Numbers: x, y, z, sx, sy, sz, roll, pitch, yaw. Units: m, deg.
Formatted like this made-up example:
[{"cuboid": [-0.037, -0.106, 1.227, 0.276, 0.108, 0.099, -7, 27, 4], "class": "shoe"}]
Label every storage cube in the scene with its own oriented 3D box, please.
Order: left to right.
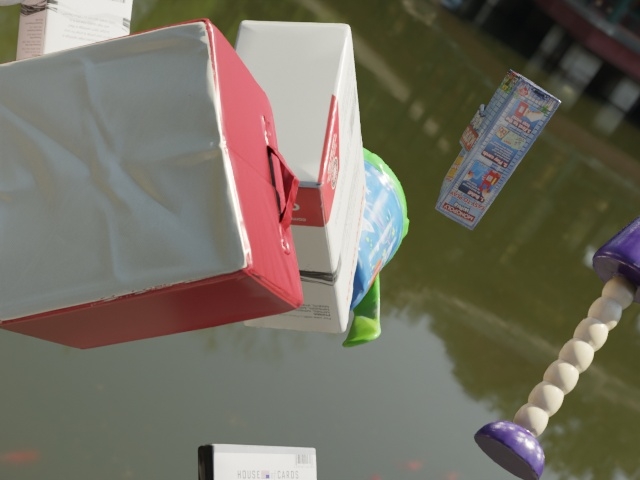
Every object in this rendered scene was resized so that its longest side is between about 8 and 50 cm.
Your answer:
[{"cuboid": [-0.131, -0.033, 1.006, 0.193, 0.215, 0.184, 44, 36, -77], "class": "storage cube"}]

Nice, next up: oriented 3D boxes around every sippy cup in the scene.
[{"cuboid": [0.000, 0.000, 2.001, 0.305, 0.240, 0.224, 32, 26, -6], "class": "sippy cup"}]

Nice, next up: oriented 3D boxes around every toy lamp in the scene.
[{"cuboid": [0.245, 0.091, 1.280, 0.080, 0.275, 0.080, 34, -19, 13], "class": "toy lamp"}]

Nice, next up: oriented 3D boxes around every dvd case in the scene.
[{"cuboid": [-0.065, 0.347, 1.526, 0.179, 0.029, 0.239, 13, 71, -51], "class": "dvd case"}]

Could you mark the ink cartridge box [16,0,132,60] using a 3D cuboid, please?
[{"cuboid": [-0.363, -0.333, 2.047, 0.148, 0.203, 0.086, 4, 4, -42], "class": "ink cartridge box"}]

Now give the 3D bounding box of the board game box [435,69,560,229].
[{"cuboid": [0.212, -0.118, 1.740, 0.060, 0.194, 0.194, 30, 10, -7], "class": "board game box"}]

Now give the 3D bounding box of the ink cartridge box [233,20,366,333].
[{"cuboid": [-0.026, -0.057, 1.387, 0.114, 0.273, 0.197, 4, 57, 9], "class": "ink cartridge box"}]

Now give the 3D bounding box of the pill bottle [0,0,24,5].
[{"cuboid": [-0.450, -0.382, 1.758, 0.301, 0.169, 0.169, 5, 2, 27], "class": "pill bottle"}]
